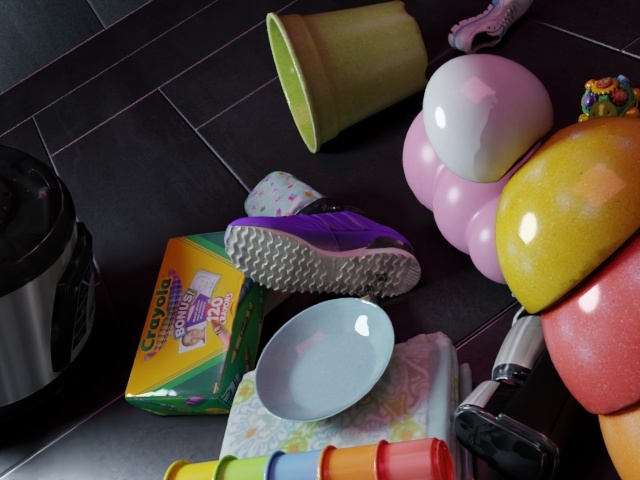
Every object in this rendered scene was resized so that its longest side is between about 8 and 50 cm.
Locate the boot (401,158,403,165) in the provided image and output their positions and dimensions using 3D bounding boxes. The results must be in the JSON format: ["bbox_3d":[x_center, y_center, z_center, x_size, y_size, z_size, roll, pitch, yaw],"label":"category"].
[{"bbox_3d":[0.214,-0.204,1.433,0.176,0.088,0.244,-35,22,22],"label":"boot"}]

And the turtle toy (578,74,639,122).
[{"bbox_3d":[0.457,-0.218,1.294,0.095,0.066,0.130,-5,43,29],"label":"turtle toy"}]

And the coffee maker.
[{"bbox_3d":[0.258,0.174,0.902,0.171,0.120,0.178,4,40,40],"label":"coffee maker"}]

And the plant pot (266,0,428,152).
[{"bbox_3d":[0.061,-0.339,1.565,0.253,0.276,0.276,-19,36,-6],"label":"plant pot"}]

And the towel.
[{"bbox_3d":[0.021,0.289,0.972,0.320,0.090,0.375,-15,38,23],"label":"towel"}]

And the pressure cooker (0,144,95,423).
[{"bbox_3d":[-0.570,0.092,1.339,0.369,0.421,0.375,-29,54,-34],"label":"pressure cooker"}]

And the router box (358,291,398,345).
[{"bbox_3d":[0.041,0.139,1.171,0.122,0.038,0.092,-27,37,2],"label":"router box"}]

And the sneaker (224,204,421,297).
[{"bbox_3d":[0.000,0.001,1.235,0.293,0.102,0.146,10,37,-10],"label":"sneaker"}]

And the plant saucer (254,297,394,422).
[{"bbox_3d":[0.009,0.157,1.029,0.194,0.037,0.195,-19,37,15],"label":"plant saucer"}]

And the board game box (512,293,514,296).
[{"bbox_3d":[0.334,0.050,0.974,0.194,0.060,0.194,-4,19,-39],"label":"board game box"}]

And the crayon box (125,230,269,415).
[{"bbox_3d":[-0.177,0.124,1.241,0.165,0.081,0.279,-6,57,25],"label":"crayon box"}]

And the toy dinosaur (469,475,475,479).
[{"bbox_3d":[0.261,0.284,0.821,0.211,0.064,0.112,-5,39,-17],"label":"toy dinosaur"}]

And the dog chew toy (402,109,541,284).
[{"bbox_3d":[0.242,-0.070,1.164,0.206,0.207,0.332,-23,45,8],"label":"dog chew toy"}]

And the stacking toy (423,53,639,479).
[{"bbox_3d":[0.286,0.001,0.740,0.350,0.350,0.480,-41,82,-15],"label":"stacking toy"}]

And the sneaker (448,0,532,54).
[{"bbox_3d":[0.355,-0.431,1.622,0.190,0.071,0.083,-36,43,4],"label":"sneaker"}]

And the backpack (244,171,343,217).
[{"bbox_3d":[-0.045,-0.039,1.375,0.152,0.115,0.182,-40,35,-10],"label":"backpack"}]

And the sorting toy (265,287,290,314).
[{"bbox_3d":[-0.171,0.089,1.368,0.193,0.038,0.208,-39,38,-13],"label":"sorting toy"}]

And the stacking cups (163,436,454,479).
[{"bbox_3d":[-0.015,0.259,0.881,0.316,0.096,0.096,-16,39,18],"label":"stacking cups"}]
